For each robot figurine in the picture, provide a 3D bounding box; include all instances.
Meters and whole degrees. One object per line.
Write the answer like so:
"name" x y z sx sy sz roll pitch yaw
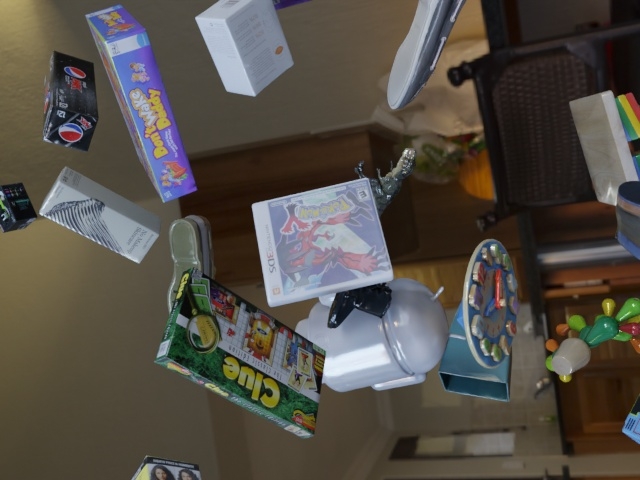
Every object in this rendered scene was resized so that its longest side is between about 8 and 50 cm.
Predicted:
"robot figurine" 0.113 0.197 1.405 0.300 0.353 0.200 57 -153 -29

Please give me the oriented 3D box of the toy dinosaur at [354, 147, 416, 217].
"toy dinosaur" 0.129 -0.118 1.568 0.064 0.118 0.268 -41 -18 -44

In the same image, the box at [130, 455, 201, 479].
"box" -0.184 0.385 0.856 0.087 0.058 0.232 22 -159 -30

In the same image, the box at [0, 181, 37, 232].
"box" -0.637 -0.069 1.398 0.052 0.062 0.083 -21 -97 -54

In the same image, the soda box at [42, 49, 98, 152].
"soda box" -0.334 -0.188 0.899 0.060 0.053 0.169 13 -147 -30

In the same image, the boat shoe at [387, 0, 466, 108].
"boat shoe" 0.232 -0.418 1.412 0.112 0.095 0.335 -106 25 -47

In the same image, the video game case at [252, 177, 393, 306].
"video game case" 0.000 0.000 1.089 0.023 0.201 0.183 75 -178 -64

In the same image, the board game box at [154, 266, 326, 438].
"board game box" -0.095 0.156 0.912 0.259 0.030 0.136 37 -132 -32

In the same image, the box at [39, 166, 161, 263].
"box" -0.547 -0.061 1.699 0.275 0.113 0.094 29 -160 -23

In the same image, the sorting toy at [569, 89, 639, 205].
"sorting toy" 0.670 -0.213 1.518 0.257 0.089 0.255 -53 -56 -80

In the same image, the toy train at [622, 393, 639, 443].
"toy train" 0.421 0.168 0.745 0.080 0.105 0.184 34 -98 -23

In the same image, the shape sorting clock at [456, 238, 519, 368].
"shape sorting clock" 0.277 0.100 1.080 0.206 0.040 0.206 7 -100 -49

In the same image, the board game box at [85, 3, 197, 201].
"board game box" -0.368 -0.284 1.396 0.233 0.078 0.347 48 156 51

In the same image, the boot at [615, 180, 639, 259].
"boot" 0.559 -0.002 1.056 0.219 0.082 0.106 43 155 40

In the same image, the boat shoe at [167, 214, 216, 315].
"boat shoe" -0.306 0.087 1.667 0.103 0.113 0.302 -27 -55 -63

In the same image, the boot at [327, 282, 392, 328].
"boot" 0.073 0.124 1.264 0.045 0.099 0.121 -94 21 -66

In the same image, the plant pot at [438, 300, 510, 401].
"plant pot" 0.411 0.264 1.730 0.166 0.165 0.234 60 -140 -58

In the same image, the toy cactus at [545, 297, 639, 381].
"toy cactus" 0.439 0.179 1.117 0.180 0.219 0.112 -24 -100 -42

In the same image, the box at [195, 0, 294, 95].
"box" -0.149 -0.399 1.357 0.130 0.091 0.170 -46 -44 -28

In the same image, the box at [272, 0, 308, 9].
"box" -0.002 -0.635 1.478 0.057 0.293 0.201 44 -144 -73
